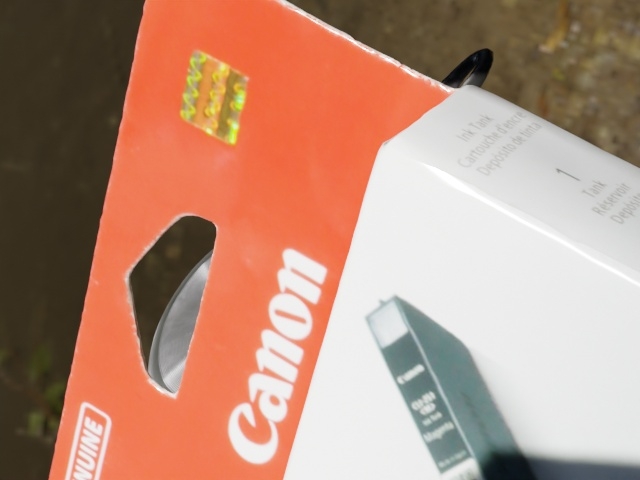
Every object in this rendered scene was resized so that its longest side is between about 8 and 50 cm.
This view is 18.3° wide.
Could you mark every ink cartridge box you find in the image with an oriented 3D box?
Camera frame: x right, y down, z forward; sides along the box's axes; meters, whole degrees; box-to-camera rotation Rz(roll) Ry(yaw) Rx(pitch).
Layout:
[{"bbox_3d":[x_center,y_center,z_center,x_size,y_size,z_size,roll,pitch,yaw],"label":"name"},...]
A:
[{"bbox_3d":[0.005,0.070,0.661,0.239,0.060,0.275,28,127,17],"label":"ink cartridge box"}]

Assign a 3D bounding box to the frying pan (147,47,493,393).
[{"bbox_3d":[0.007,0.018,1.280,0.326,0.053,0.197,-41,37,12],"label":"frying pan"}]
